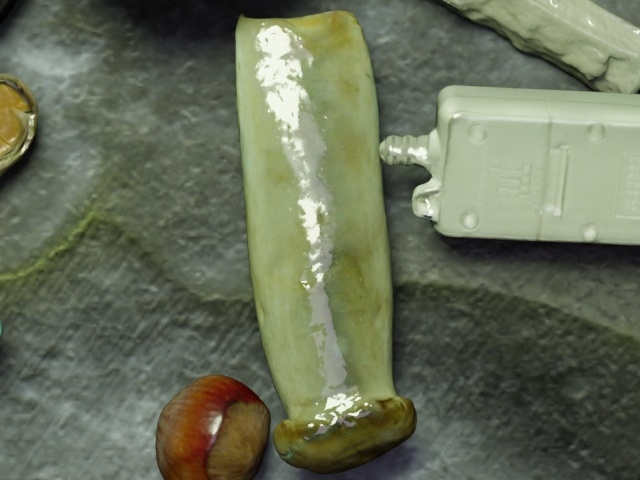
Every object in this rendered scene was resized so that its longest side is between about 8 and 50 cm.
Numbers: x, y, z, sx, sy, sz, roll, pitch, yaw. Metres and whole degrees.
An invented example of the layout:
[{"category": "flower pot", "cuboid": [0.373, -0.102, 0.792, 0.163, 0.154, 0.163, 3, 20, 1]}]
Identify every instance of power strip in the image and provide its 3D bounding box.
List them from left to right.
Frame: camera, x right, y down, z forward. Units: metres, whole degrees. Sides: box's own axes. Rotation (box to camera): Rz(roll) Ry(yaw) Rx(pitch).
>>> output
[{"category": "power strip", "cuboid": [0.207, -0.048, 1.146, 0.338, 0.058, 0.098, 3, 113, -2]}]

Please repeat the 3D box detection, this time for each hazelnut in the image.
[{"category": "hazelnut", "cuboid": [-0.073, 0.133, 1.149, 0.086, 0.086, 0.086, 0, 90, -1]}]

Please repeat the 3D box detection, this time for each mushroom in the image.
[{"category": "mushroom", "cuboid": [0.000, 0.000, 1.149, 0.100, 0.081, 0.312, -6, 86, -12]}]

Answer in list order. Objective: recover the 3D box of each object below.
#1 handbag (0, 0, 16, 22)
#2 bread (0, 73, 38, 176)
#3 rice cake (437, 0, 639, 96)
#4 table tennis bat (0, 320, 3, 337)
[{"category": "handbag", "cuboid": [-0.304, -0.258, 1.137, 0.253, 0.093, 0.308, 13, 90, -1]}, {"category": "bread", "cuboid": [-0.281, -0.036, 1.155, 0.214, 0.053, 0.073, -41, 111, -3]}, {"category": "rice cake", "cuboid": [0.114, -0.174, 1.164, 0.256, 0.052, 0.057, 29, 109, -1]}, {"category": "table tennis bat", "cuboid": [-0.293, -0.018, 1.111, 0.149, 0.038, 0.237, -36, 105, 0]}]
